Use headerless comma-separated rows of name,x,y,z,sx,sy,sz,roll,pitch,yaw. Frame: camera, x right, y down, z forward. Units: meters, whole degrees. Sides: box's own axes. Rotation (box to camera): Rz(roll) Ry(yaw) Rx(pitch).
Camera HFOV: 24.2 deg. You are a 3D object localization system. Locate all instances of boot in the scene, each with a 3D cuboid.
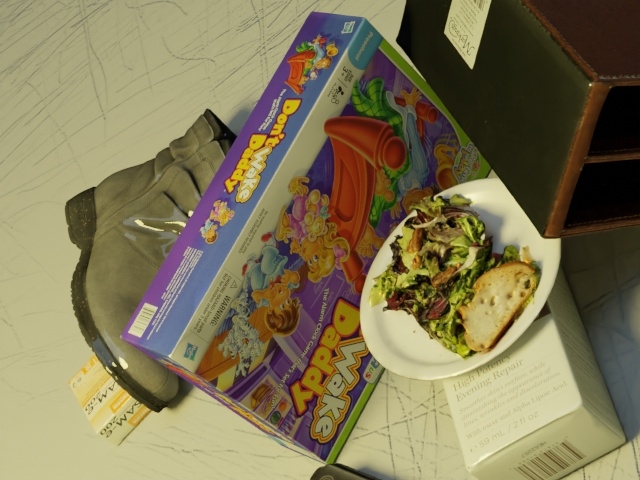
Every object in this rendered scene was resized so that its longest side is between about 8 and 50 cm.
boot,-0.154,0.004,1.609,0.222,0.118,0.338,-32,48,12

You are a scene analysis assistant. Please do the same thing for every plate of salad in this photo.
plate of salad,0.111,0.026,1.273,0.200,0.048,0.200,-24,46,27

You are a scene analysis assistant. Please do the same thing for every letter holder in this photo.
letter holder,0.231,-0.160,1.275,0.302,0.214,0.152,-119,32,-45

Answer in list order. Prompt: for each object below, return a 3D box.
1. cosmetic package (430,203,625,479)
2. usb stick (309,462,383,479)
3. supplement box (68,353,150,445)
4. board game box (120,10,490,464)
cosmetic package,0.163,0.093,1.274,0.117,0.085,0.231,-33,44,18
usb stick,0.086,0.256,1.251,0.278,0.045,0.077,14,78,46
supplement box,-0.225,0.164,1.603,0.062,0.036,0.098,-47,41,4
board game box,0.000,0.000,1.375,0.078,0.233,0.347,15,72,47
